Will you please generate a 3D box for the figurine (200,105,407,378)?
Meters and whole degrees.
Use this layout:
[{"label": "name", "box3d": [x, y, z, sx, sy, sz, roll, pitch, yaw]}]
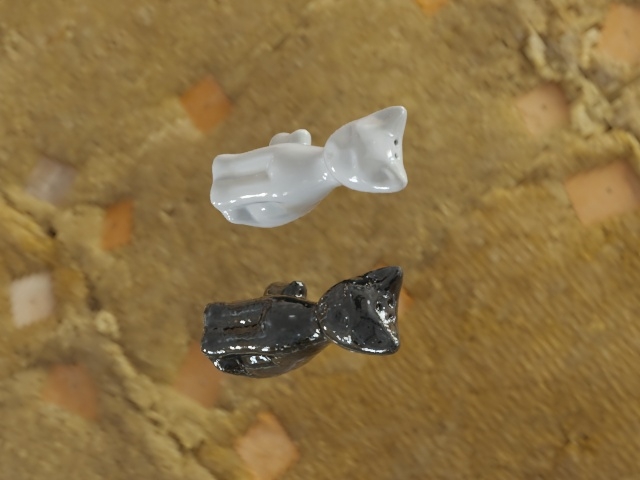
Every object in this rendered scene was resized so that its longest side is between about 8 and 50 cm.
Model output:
[{"label": "figurine", "box3d": [0.000, 0.000, 1.468, 0.209, 0.092, 0.215, -11, -107, 52]}]
